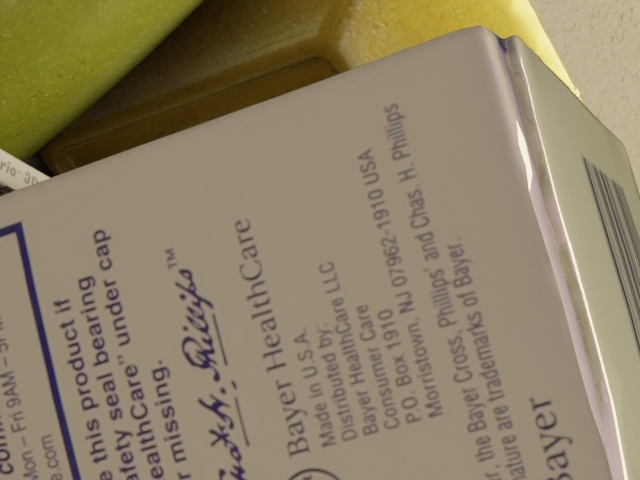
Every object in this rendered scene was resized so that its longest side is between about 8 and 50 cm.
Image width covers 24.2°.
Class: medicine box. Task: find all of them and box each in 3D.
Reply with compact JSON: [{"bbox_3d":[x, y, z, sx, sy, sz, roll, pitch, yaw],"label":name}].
[{"bbox_3d":[-0.021,0.055,0.568,0.263,0.289,0.149,10,64,-71],"label":"medicine box"}]

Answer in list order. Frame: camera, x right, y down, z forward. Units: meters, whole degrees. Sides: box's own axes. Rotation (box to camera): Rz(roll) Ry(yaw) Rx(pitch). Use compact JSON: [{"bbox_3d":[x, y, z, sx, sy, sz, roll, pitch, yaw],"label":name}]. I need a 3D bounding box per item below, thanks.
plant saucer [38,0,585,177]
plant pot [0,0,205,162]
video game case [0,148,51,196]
[{"bbox_3d":[0.000,0.000,0.799,0.333,0.332,0.081,57,47,-18],"label":"plant saucer"},{"bbox_3d":[-0.117,-0.195,0.666,0.275,0.293,0.275,56,17,-27],"label":"plant pot"},{"bbox_3d":[-0.175,-0.032,0.555,0.166,0.119,0.015,35,59,-59],"label":"video game case"}]
